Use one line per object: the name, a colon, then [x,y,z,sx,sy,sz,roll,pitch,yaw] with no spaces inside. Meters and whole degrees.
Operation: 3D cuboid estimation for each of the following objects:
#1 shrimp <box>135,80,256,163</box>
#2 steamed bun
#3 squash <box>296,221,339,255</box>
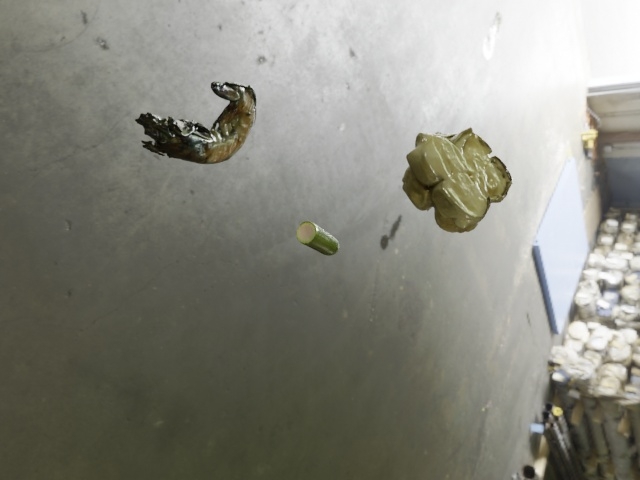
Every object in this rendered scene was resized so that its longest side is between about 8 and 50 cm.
shrimp: [-0.266,-0.284,1.182,0.233,0.071,0.365,-53,160,14]
steamed bun: [0.227,-0.110,0.902,0.192,0.106,0.177,46,55,-5]
squash: [0.000,0.000,0.612,0.083,0.027,0.028,32,69,-64]
